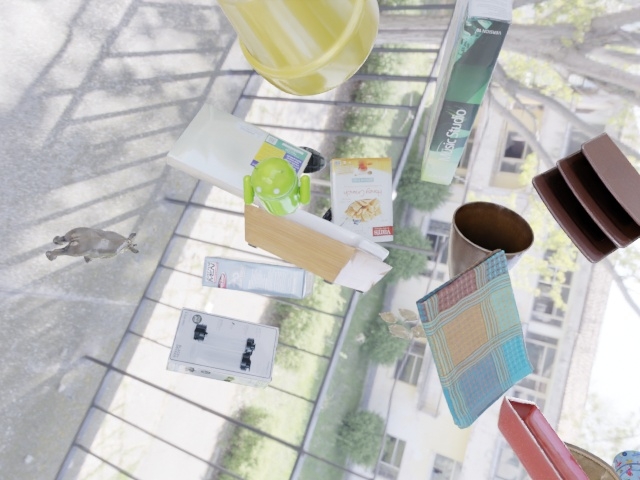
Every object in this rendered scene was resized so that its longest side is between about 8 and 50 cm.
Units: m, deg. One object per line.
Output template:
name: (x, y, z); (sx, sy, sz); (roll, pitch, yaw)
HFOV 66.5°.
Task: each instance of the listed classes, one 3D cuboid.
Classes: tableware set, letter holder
tableware set: (0.276, 0.276, 1.618); (0.168, 0.141, 0.020); (-118, -143, -58)
letter holder: (0.780, -0.115, 1.376); (0.214, 0.301, 0.152); (-24, 165, -24)

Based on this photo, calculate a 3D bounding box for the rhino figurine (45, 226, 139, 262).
rhino figurine: (-0.528, 0.011, 1.183); (0.243, 0.106, 0.073); (8, 66, -70)

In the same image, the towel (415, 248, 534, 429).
towel: (0.378, 0.238, 1.159); (0.271, 0.040, 0.370); (-29, 113, -21)

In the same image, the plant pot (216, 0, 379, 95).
plant pot: (-0.057, -0.408, 0.816); (0.239, 0.254, 0.253); (22, 81, -64)

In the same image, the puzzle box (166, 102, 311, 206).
puzzle box: (-0.261, -0.273, 1.628); (0.052, 0.409, 0.272); (120, -5, -56)

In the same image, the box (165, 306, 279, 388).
box: (-0.275, 0.310, 1.395); (0.087, 0.290, 0.169); (120, -21, -52)

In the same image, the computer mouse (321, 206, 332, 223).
computer mouse: (0.000, 0.000, 1.520); (0.184, 0.060, 0.262); (-51, 175, -4)

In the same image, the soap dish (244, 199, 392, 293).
soap dish: (-0.010, 0.012, 1.093); (0.229, 0.291, 0.118); (24, 89, -61)

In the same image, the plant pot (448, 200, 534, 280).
plant pot: (0.446, 0.045, 1.367); (0.215, 0.215, 0.230); (-52, 158, -43)

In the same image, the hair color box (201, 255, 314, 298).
hair color box: (-0.223, 0.131, 1.800); (0.185, 0.375, 0.113); (7, 89, -80)

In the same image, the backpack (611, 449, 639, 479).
backpack: (0.814, 0.613, 1.205); (0.117, 0.173, 0.158); (-26, 124, -52)

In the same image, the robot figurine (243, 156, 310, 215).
robot figurine: (-0.064, -0.080, 0.725); (0.115, 0.101, 0.067); (70, 25, -68)

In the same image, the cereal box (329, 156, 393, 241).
cereal box: (0.117, -0.113, 1.390); (0.047, 0.173, 0.240); (-156, -117, -81)

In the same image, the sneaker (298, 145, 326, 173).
sneaker: (-0.109, -0.305, 1.839); (0.106, 0.268, 0.101); (-57, 151, -80)

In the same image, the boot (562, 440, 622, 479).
boot: (0.590, 0.551, 1.058); (0.115, 0.305, 0.112); (-49, 178, -30)

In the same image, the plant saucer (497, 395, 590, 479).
plant saucer: (0.397, 0.392, 0.814); (0.048, 0.258, 0.259); (-39, 145, 15)

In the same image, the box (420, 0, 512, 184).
box: (0.215, -0.269, 0.735); (0.322, 0.059, 0.232); (86, 17, -61)
